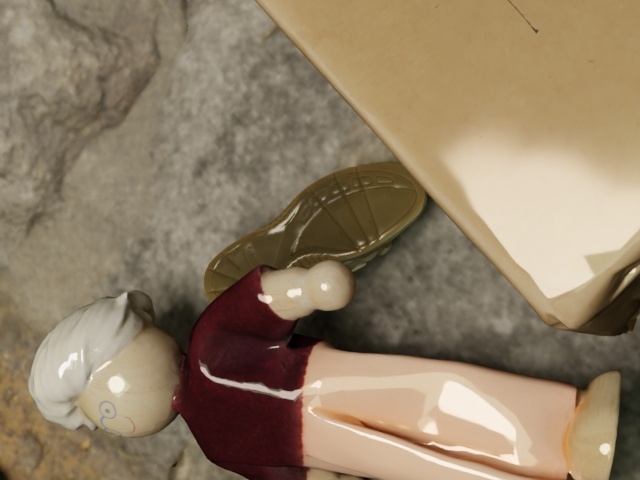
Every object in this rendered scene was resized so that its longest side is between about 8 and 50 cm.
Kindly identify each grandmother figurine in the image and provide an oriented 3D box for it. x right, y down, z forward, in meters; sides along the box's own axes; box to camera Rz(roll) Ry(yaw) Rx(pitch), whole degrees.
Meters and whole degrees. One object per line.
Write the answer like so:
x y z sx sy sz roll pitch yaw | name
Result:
-0.007 0.095 0.686 0.342 0.104 0.208 8 121 12 | grandmother figurine

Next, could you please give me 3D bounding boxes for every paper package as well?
0.135 -0.171 0.585 0.309 0.168 0.325 -47 71 17 | paper package

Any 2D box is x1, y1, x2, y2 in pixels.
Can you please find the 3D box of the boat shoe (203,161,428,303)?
0.000 0.002 0.739 0.153 0.048 0.056 -33 69 12 | boat shoe
